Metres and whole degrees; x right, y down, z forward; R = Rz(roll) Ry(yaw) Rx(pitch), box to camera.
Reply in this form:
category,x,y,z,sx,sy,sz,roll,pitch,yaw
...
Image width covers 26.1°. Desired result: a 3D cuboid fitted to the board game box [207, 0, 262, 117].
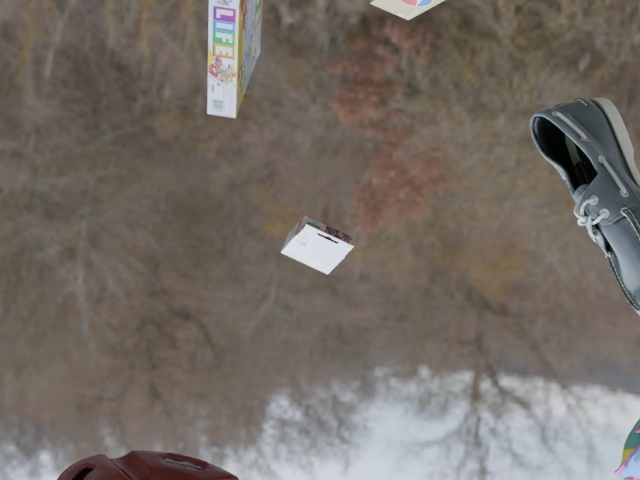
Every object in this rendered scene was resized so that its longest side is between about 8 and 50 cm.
category,x,y,z,sx,sy,sz,roll,pitch,yaw
board game box,-0.070,-0.195,1.159,0.026,0.103,0.154,10,133,5

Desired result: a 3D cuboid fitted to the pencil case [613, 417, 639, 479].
category,x,y,z,sx,sy,sz,roll,pitch,yaw
pencil case,0.368,0.215,1.154,0.236,0.104,0.104,28,180,16

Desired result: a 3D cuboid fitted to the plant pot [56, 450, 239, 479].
category,x,y,z,sx,sy,sz,roll,pitch,yaw
plant pot,-0.172,0.363,1.331,0.272,0.265,0.272,10,-165,-3

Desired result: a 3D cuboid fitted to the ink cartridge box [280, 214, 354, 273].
category,x,y,z,sx,sy,sz,roll,pitch,yaw
ink cartridge box,0.000,0.000,1.571,0.063,0.029,0.115,25,158,-7

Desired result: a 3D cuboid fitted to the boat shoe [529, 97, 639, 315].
category,x,y,z,sx,sy,sz,roll,pitch,yaw
boat shoe,0.329,-0.037,1.616,0.099,0.319,0.116,-1,144,-18

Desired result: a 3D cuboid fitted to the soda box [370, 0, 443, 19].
category,x,y,z,sx,sy,sz,roll,pitch,yaw
soda box,0.135,-0.328,1.667,0.061,0.058,0.181,19,162,-26
